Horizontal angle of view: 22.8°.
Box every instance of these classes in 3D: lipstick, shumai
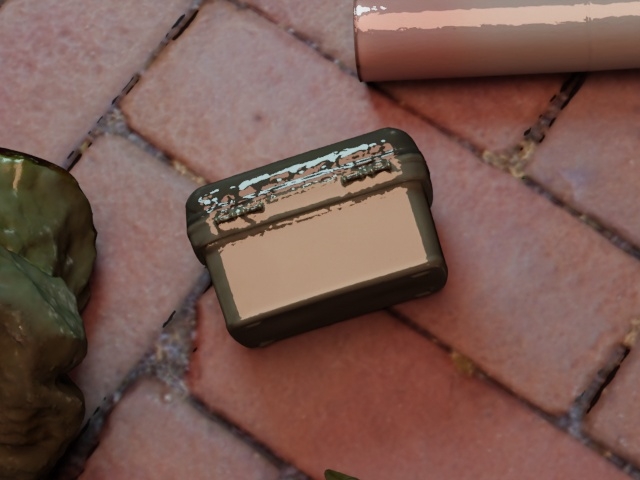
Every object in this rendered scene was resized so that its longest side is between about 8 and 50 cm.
[{"bbox_3d":[0.195,-0.191,1.412,0.327,0.087,0.087,-3,69,6],"label":"lipstick"},{"bbox_3d":[-0.305,0.056,1.351,0.309,0.304,0.263,25,39,8],"label":"shumai"}]

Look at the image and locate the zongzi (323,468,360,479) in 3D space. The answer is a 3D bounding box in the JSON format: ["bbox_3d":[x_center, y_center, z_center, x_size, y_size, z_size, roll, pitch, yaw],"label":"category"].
[{"bbox_3d":[0.030,0.275,1.284,0.130,0.062,0.154,18,87,35],"label":"zongzi"}]

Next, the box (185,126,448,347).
[{"bbox_3d":[0.000,0.000,1.333,0.210,0.148,0.129,-17,76,3],"label":"box"}]
